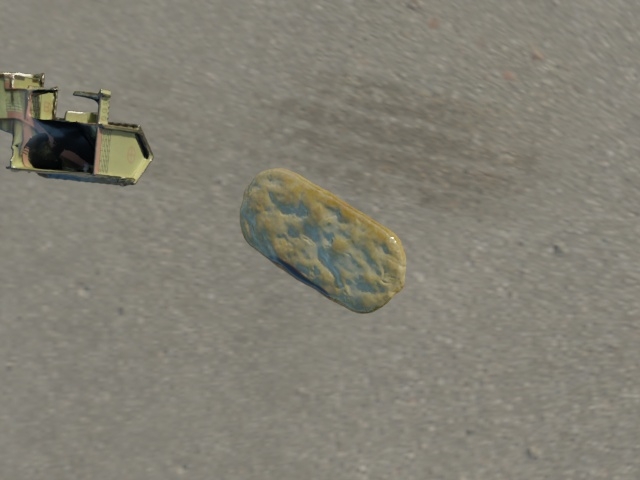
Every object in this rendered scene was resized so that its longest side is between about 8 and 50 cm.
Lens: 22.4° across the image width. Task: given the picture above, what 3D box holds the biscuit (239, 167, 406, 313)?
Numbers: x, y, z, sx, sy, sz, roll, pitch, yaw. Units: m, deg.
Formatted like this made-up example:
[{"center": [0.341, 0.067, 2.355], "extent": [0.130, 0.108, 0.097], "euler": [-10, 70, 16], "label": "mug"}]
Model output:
[{"center": [0.000, 0.000, 1.186], "extent": [0.147, 0.018, 0.071], "euler": [32, 109, 23], "label": "biscuit"}]

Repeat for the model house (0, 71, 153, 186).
[{"center": [-0.136, -0.059, 0.847], "extent": [0.083, 0.058, 0.057], "euler": [5, 92, 22], "label": "model house"}]
